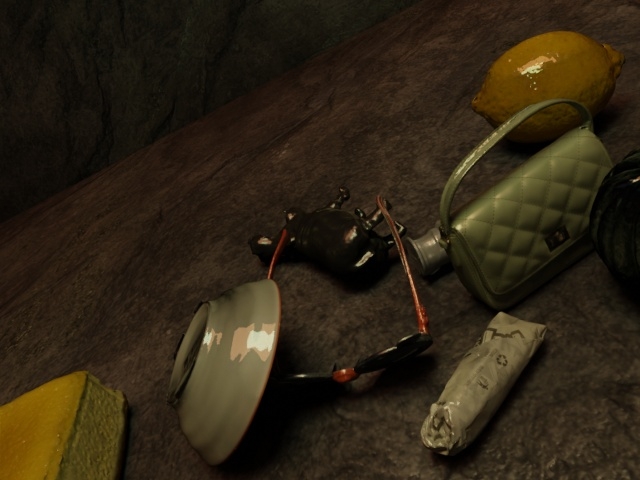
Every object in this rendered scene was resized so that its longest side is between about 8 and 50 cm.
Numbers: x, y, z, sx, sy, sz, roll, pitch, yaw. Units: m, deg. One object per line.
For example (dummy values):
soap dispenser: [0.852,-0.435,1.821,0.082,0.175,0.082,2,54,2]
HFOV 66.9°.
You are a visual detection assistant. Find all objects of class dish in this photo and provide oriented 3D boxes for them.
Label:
dish: [-0.149,0.162,0.665,0.260,0.085,0.260,-50,27,38]

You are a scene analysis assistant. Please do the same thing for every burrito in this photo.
burrito: [0.183,0.155,0.546,0.203,0.064,0.064,-44,33,-24]

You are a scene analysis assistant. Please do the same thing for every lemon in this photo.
lemon: [0.402,-0.271,0.865,0.256,0.188,0.188,-13,34,20]

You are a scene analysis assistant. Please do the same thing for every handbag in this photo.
handbag: [0.266,-0.051,0.622,0.256,0.219,0.079,-35,28,-5]

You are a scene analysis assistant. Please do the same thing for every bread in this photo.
bread: [-0.450,0.379,0.672,0.323,0.143,0.333,-27,30,2]

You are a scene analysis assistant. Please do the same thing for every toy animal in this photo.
toy animal: [0.006,-0.013,0.906,0.343,0.106,0.168,5,51,53]

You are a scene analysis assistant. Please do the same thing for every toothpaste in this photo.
toothpaste: [0.279,-0.036,0.747,0.299,0.073,0.114,-25,19,-3]

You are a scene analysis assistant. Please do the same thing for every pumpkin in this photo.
pumpkin: [0.412,-0.027,0.521,0.220,0.162,0.220,-26,19,10]

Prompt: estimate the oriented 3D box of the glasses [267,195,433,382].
glasses: [0.014,0.063,0.674,0.234,0.118,0.269,-21,63,19]
